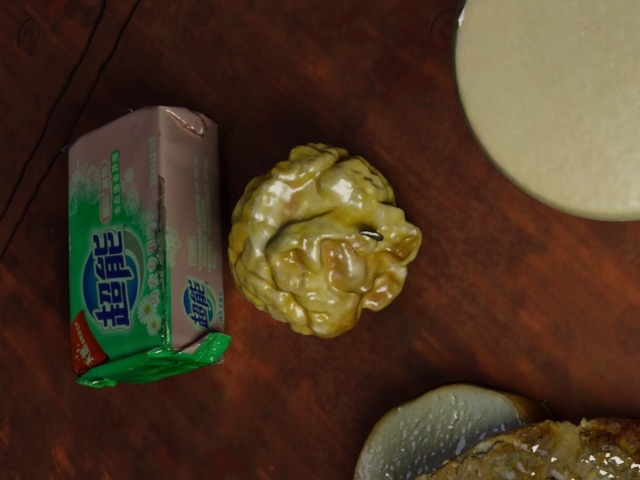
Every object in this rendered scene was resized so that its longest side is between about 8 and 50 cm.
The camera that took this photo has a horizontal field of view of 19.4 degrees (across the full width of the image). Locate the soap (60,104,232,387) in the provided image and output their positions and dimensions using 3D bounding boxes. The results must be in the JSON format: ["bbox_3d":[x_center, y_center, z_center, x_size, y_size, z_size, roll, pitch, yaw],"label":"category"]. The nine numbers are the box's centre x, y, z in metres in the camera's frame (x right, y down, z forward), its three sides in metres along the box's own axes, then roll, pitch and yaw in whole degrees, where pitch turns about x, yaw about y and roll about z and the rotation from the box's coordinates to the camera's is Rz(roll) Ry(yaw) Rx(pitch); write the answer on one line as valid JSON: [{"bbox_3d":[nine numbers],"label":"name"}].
[{"bbox_3d":[-0.182,0.007,1.918,0.218,0.098,0.273,-20,66,45],"label":"soap"}]

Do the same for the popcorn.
[{"bbox_3d":[0.000,0.000,1.726,0.170,0.180,0.180,-142,71,-70],"label":"popcorn"}]

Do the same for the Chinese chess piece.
[{"bbox_3d":[0.235,-0.147,1.487,0.273,0.102,0.273,3,100,18],"label":"Chinese chess piece"}]

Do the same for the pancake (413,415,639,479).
[{"bbox_3d":[0.194,0.301,1.434,0.356,0.065,0.356,-4,65,8],"label":"pancake"}]

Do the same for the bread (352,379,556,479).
[{"bbox_3d":[0.124,0.233,1.605,0.236,0.070,0.236,-9,76,41],"label":"bread"}]
